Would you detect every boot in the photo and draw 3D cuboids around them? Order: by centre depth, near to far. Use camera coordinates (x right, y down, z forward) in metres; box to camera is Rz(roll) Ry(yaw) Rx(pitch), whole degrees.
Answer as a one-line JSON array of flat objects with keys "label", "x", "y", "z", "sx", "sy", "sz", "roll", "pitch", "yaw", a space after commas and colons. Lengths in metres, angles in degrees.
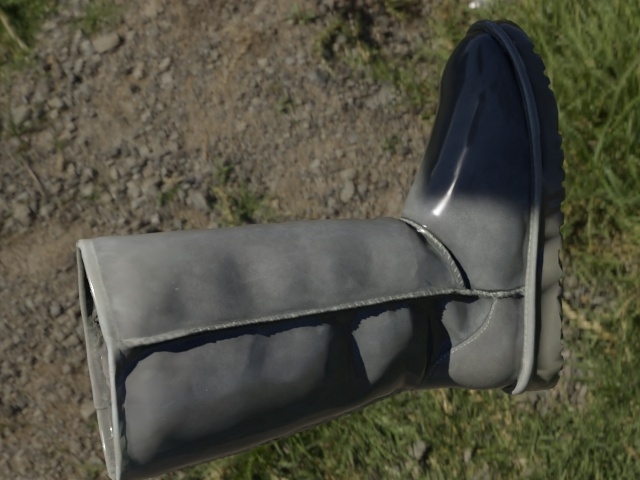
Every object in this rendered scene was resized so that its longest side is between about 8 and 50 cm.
[{"label": "boot", "x": 0.000, "y": -0.001, "z": 0.433, "sx": 0.208, "sy": 0.076, "sz": 0.190, "roll": -4, "pitch": 87, "yaw": -12}]
